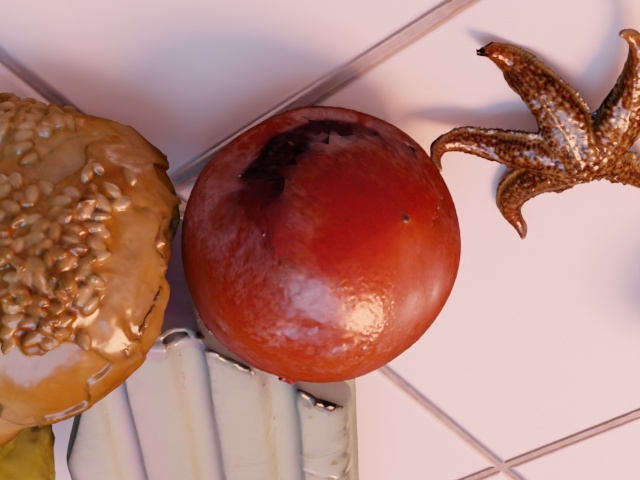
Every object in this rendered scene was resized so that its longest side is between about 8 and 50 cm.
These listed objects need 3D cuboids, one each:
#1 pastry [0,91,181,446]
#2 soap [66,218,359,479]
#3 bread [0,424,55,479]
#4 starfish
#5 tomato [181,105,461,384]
[{"bbox_3d":[-0.253,0.022,0.894,0.311,0.255,0.162,-31,149,30],"label":"pastry"},{"bbox_3d":[-0.095,0.184,1.111,0.261,0.156,0.446,1,136,5],"label":"soap"},{"bbox_3d":[-0.419,0.224,1.066,0.308,0.348,0.348,15,136,-23],"label":"bread"},{"bbox_3d":[0.198,-0.069,0.900,0.238,0.057,0.213,28,139,-20],"label":"starfish"},{"bbox_3d":[0.000,0.000,0.880,0.208,0.208,0.184,11,139,-6],"label":"tomato"}]
